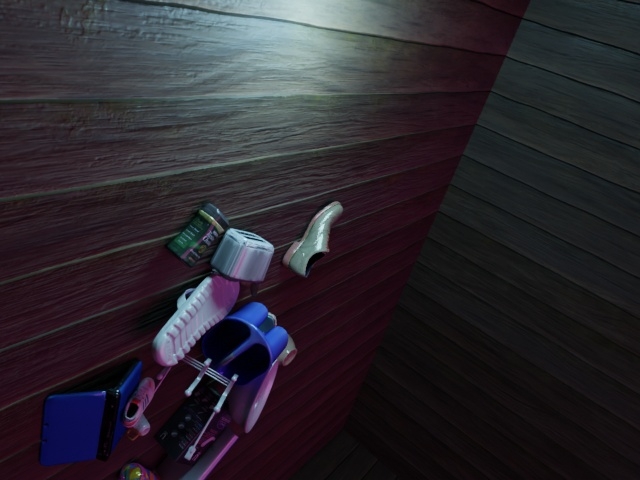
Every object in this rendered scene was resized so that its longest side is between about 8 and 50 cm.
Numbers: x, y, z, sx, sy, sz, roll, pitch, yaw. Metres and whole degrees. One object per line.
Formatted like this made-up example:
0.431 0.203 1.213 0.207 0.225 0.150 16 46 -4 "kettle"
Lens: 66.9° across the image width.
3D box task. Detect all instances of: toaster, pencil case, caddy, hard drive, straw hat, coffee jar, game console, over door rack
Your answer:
-0.258 0.052 1.587 0.227 0.129 0.146 15 102 -54 "toaster"
-0.690 0.930 1.857 0.104 0.104 0.236 -42 149 -27 "pencil case"
-0.280 0.376 1.717 0.341 0.241 0.179 -41 180 38 "caddy"
-0.504 0.870 1.977 0.318 0.210 0.040 -49 135 -16 "hard drive"
-0.258 0.128 1.732 0.061 0.144 0.144 11 115 -21 "straw hat"
-0.352 -0.016 1.405 0.184 0.079 0.096 -51 153 -12 "coffee jar"
-0.693 0.520 1.480 0.250 0.174 0.293 -74 -176 -65 "game console"
-0.458 0.543 1.620 0.324 0.240 0.108 -60 178 -8 "over door rack"

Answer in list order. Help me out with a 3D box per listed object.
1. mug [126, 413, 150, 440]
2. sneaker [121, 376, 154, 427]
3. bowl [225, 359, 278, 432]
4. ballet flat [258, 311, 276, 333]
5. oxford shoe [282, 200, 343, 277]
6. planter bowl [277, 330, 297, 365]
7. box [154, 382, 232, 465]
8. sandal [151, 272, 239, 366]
-0.630 0.651 1.687 0.062 0.064 0.078 -3 122 -59 "mug"
-0.564 0.497 1.510 0.075 0.057 0.161 120 -6 -51 "sneaker"
-0.283 0.583 1.900 0.298 0.134 0.297 21 90 -83 "bowl"
-0.230 0.370 2.058 0.077 0.091 0.240 -73 179 -50 "ballet flat"
0.000 0.000 1.956 0.348 0.130 0.123 -53 153 -7 "oxford shoe"
-0.178 0.511 2.244 0.162 0.109 0.162 -40 150 -30 "planter bowl"
-0.488 0.731 1.923 0.270 0.143 0.165 -48 150 -16 "box"
-0.407 0.221 1.552 0.416 0.102 0.169 -48 139 -51 "sandal"
